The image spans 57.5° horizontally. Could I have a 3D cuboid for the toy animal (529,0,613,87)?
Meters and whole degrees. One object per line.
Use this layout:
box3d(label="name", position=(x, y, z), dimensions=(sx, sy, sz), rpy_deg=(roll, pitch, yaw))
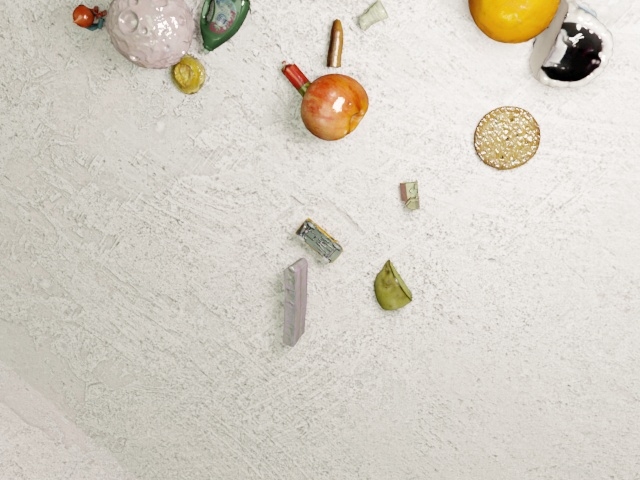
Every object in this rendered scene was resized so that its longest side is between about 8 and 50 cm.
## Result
box3d(label="toy animal", position=(0.655, -0.510, 1.516), dimensions=(0.156, 0.204, 0.208), rpy_deg=(13, 131, -4))

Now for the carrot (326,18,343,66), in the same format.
box3d(label="carrot", position=(0.047, -0.584, 1.731), dimensions=(0.048, 0.048, 0.139), rpy_deg=(11, 109, 11))

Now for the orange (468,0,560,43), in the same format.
box3d(label="orange", position=(0.490, -0.643, 1.464), dimensions=(0.226, 0.284, 0.283), rpy_deg=(3, 109, 4))

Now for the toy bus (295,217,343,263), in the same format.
box3d(label="toy bus", position=(0.000, 0.000, 1.925), dimensions=(0.162, 0.074, 0.069), rpy_deg=(40, 106, 2))

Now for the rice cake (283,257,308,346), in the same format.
box3d(label="rice cake", position=(-0.086, 0.210, 2.003), dimensions=(0.050, 0.106, 0.297), rpy_deg=(11, 111, 23))

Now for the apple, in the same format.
box3d(label="apple", position=(0.043, -0.389, 1.713), dimensions=(0.164, 0.209, 0.209), rpy_deg=(31, 114, 17))

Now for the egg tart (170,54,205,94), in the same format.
box3d(label="egg tart", position=(-0.433, -0.532, 1.876), dimensions=(0.129, 0.049, 0.128), rpy_deg=(5, 110, 15))

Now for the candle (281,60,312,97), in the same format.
box3d(label="candle", position=(-0.074, -0.500, 1.790), dimensions=(0.052, 0.052, 0.130), rpy_deg=(-40, 93, 23))

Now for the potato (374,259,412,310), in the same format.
box3d(label="potato", position=(0.215, 0.160, 1.918), dimensions=(0.120, 0.081, 0.149), rpy_deg=(-31, 98, 20))

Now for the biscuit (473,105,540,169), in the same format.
box3d(label="biscuit", position=(0.544, -0.298, 1.704), dimensions=(0.188, 0.027, 0.187), rpy_deg=(4, 109, 12))

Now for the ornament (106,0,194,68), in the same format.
box3d(label="ornament", position=(-0.515, -0.646, 1.760), dimensions=(0.260, 0.225, 0.259), rpy_deg=(4, 103, 15))

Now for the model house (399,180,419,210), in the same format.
box3d(label="model house", position=(0.278, -0.139, 1.814), dimensions=(0.058, 0.057, 0.083), rpy_deg=(-4, 109, 12))

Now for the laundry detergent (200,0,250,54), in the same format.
box3d(label="laundry detergent", position=(-0.313, -0.674, 1.791), dimensions=(0.137, 0.063, 0.210), rpy_deg=(40, 116, 3))

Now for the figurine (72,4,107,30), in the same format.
box3d(label="figurine", position=(-0.740, -0.707, 1.851), dimensions=(0.068, 0.140, 0.075), rpy_deg=(27, 113, 1))

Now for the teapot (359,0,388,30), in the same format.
box3d(label="teapot", position=(0.149, -0.648, 1.682), dimensions=(0.083, 0.057, 0.067), rpy_deg=(-30, 61, 25))
